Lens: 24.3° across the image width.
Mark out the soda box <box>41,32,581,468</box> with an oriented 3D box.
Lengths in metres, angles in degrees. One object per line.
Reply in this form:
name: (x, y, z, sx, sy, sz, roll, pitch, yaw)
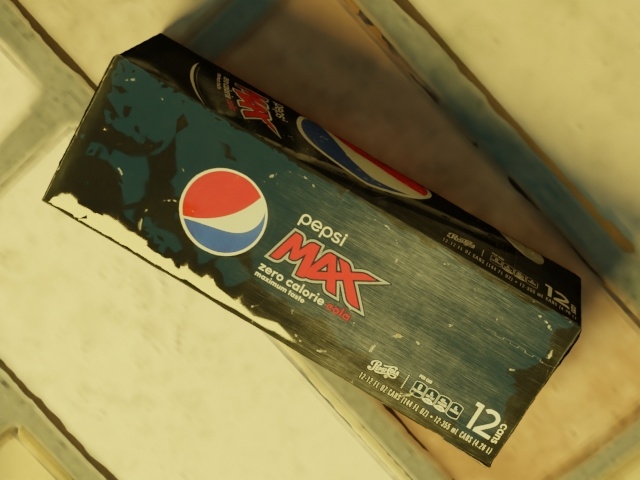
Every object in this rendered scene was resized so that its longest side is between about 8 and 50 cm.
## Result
soda box: (0.000, 0.000, 0.485, 0.169, 0.053, 0.060, 31, 108, 0)
